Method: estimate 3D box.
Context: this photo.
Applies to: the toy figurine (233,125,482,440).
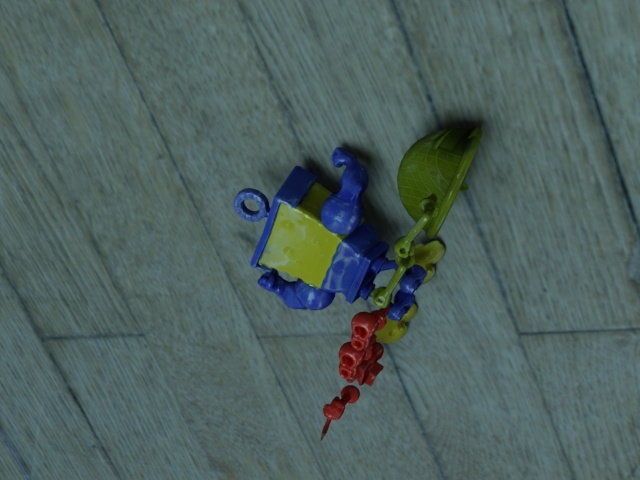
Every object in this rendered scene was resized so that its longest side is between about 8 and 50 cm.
[{"bbox_3d":[0.000,0.000,1.608,0.217,0.191,0.362,31,134,11],"label":"toy figurine"}]
